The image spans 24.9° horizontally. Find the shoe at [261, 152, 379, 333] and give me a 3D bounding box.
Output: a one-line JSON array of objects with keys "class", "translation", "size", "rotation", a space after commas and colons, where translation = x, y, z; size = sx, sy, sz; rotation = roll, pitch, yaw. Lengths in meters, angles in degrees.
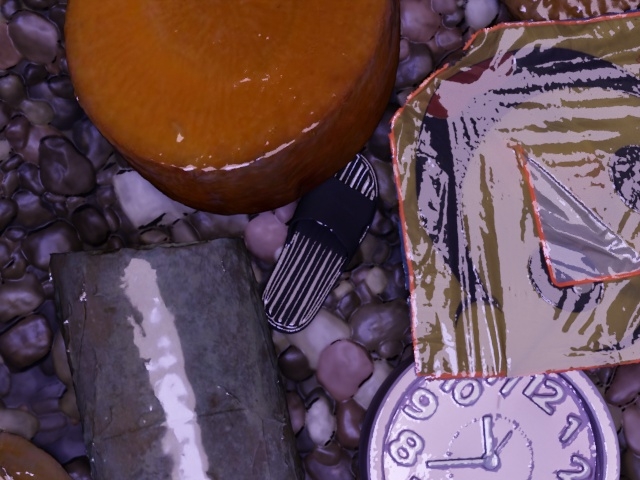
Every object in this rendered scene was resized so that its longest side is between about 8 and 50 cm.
[{"class": "shoe", "translation": [0.000, 0.000, 1.145], "size": [0.062, 0.053, 0.159], "rotation": [26, 87, 2]}]

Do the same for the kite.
[{"class": "kite", "translation": [0.210, -0.026, 1.115], "size": [0.327, 0.013, 0.377], "rotation": [42, 83, 1]}]

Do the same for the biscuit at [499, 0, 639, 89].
[{"class": "biscuit", "translation": [0.272, -0.247, 1.172], "size": [0.296, 0.075, 0.296], "rotation": [0, 86, -2]}]

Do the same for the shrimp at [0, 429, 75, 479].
[{"class": "shrimp", "translation": [-0.213, 0.287, 1.087], "size": [0.185, 0.068, 0.287], "rotation": [6, 78, -16]}]

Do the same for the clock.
[{"class": "clock", "translation": [0.130, 0.170, 1.131], "size": [0.196, 0.068, 0.197], "rotation": [0, 85, -4]}]

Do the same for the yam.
[{"class": "yam", "translation": [-0.102, 0.121, 1.075], "size": [0.161, 0.161, 0.268], "rotation": [-14, 86, -5]}]

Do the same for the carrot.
[{"class": "carrot", "translation": [-0.063, -0.175, 1.131], "size": [0.258, 0.100, 0.307], "rotation": [11, 72, 2]}]
